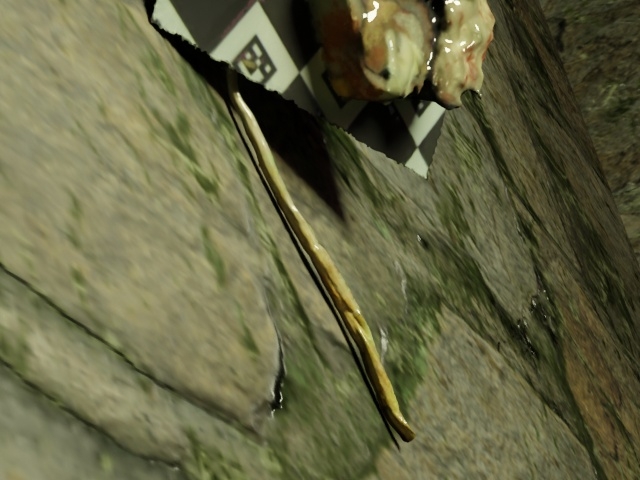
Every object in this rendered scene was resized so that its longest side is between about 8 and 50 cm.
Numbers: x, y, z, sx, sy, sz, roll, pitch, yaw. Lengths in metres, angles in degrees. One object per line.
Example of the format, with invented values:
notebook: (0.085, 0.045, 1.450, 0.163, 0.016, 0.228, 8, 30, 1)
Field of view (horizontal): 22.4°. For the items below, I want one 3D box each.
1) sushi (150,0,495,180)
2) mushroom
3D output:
sushi: (0.045, -0.218, 1.033, 0.294, 0.059, 0.292, 27, 74, -45)
mushroom: (-0.005, 0.003, 1.021, 0.026, 0.028, 0.286, -14, -79, 63)
